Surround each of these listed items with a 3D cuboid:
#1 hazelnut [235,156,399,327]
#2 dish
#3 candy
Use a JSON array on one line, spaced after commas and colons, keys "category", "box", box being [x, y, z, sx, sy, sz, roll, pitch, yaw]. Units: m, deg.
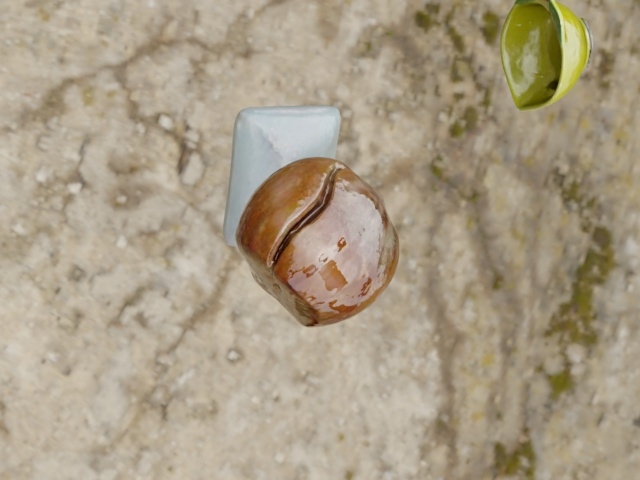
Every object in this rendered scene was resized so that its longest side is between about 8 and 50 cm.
[{"category": "hazelnut", "box": [0.000, 0.000, 1.116, 0.143, 0.143, 0.154, -46, 106, -20]}, {"category": "dish", "box": [0.329, -0.276, 1.732, 0.080, 0.149, 0.208, -16, 140, -24]}, {"category": "candy", "box": [-0.045, -0.076, 1.458, 0.138, 0.071, 0.174, -5, 116, -30]}]
